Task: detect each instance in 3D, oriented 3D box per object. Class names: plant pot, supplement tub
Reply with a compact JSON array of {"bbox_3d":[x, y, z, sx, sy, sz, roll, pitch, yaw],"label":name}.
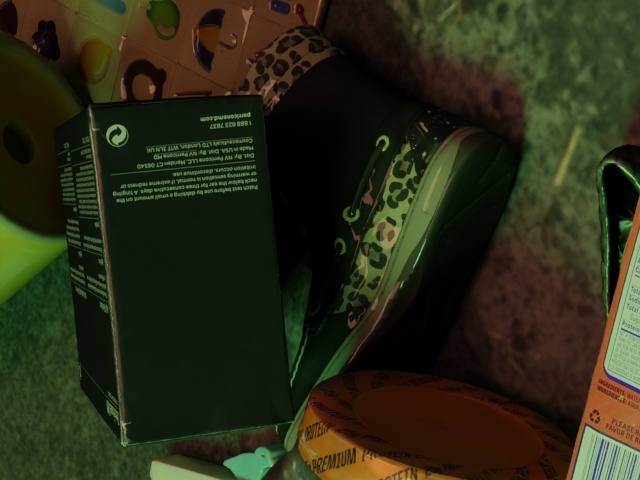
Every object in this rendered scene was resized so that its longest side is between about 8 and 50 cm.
[{"bbox_3d":[-0.297,-0.029,1.119,0.239,0.254,0.254,-24,78,29],"label":"plant pot"},{"bbox_3d":[0.036,0.247,0.876,0.193,0.193,0.316,23,108,38],"label":"supplement tub"}]

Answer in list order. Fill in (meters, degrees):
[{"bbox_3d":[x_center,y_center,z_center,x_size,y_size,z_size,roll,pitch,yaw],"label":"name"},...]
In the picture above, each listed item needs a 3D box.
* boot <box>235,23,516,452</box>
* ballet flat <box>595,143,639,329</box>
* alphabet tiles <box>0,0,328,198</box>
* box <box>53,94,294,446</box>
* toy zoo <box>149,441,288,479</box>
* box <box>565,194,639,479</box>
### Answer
[{"bbox_3d":[0.002,-0.001,0.958,0.178,0.085,0.236,40,112,33],"label":"boot"},{"bbox_3d":[0.171,0.035,0.834,0.057,0.049,0.173,-9,88,42],"label":"ballet flat"},{"bbox_3d":[-0.131,-0.173,1.107,0.342,0.011,0.285,29,113,35],"label":"alphabet tiles"},{"bbox_3d":[-0.098,0.012,0.940,0.261,0.103,0.184,-173,79,-76],"label":"box"},{"bbox_3d":[-0.060,0.278,1.070,0.192,0.030,0.293,23,109,38],"label":"toy zoo"},{"bbox_3d":[0.262,0.081,0.577,0.300,0.142,0.154,23,109,39],"label":"box"}]
